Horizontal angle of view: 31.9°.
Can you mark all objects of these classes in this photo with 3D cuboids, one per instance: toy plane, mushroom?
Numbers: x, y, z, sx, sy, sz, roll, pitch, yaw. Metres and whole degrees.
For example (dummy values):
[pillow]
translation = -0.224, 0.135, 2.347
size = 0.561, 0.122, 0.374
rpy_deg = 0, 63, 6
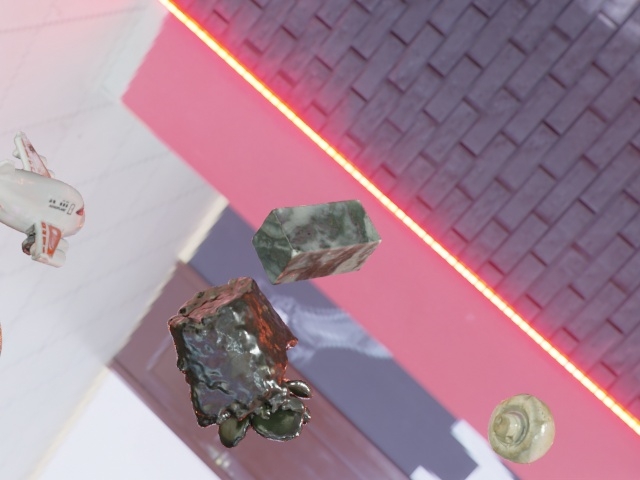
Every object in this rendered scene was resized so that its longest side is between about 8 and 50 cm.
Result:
[toy plane]
translation = -0.491, -0.070, 1.896
size = 0.118, 0.252, 0.252
rpy_deg = -27, 177, 19
[mushroom]
translation = 0.233, 0.220, 1.309
size = 0.067, 0.083, 0.083
rpy_deg = 11, 128, -41

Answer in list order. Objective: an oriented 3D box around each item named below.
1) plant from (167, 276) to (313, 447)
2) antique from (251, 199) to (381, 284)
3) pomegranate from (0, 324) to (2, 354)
[plant]
translation = -0.131, 0.213, 1.915
size = 0.199, 0.276, 0.188
rpy_deg = -21, -170, 20
[antique]
translation = 0.000, 0.000, 1.721
size = 0.183, 0.086, 0.088
rpy_deg = -7, 149, -37
[pomegranate]
translation = -0.690, 0.139, 1.700
size = 0.411, 0.411, 0.411
rpy_deg = -46, 171, -10
